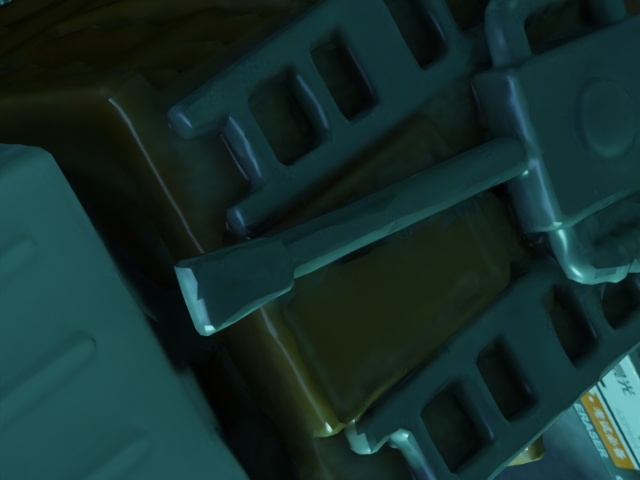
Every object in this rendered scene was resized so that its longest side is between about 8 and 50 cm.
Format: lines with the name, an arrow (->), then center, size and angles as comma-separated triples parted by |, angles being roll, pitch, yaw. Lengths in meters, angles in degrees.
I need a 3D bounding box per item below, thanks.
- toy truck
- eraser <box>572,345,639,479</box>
toy truck -> -0.023, 0.002, 0.483 | 0.207, 0.387, 0.173 | -8, 115, 54
eraser -> 0.116, 0.054, 0.703 | 0.052, 0.029, 0.122 | -2, 121, 58
